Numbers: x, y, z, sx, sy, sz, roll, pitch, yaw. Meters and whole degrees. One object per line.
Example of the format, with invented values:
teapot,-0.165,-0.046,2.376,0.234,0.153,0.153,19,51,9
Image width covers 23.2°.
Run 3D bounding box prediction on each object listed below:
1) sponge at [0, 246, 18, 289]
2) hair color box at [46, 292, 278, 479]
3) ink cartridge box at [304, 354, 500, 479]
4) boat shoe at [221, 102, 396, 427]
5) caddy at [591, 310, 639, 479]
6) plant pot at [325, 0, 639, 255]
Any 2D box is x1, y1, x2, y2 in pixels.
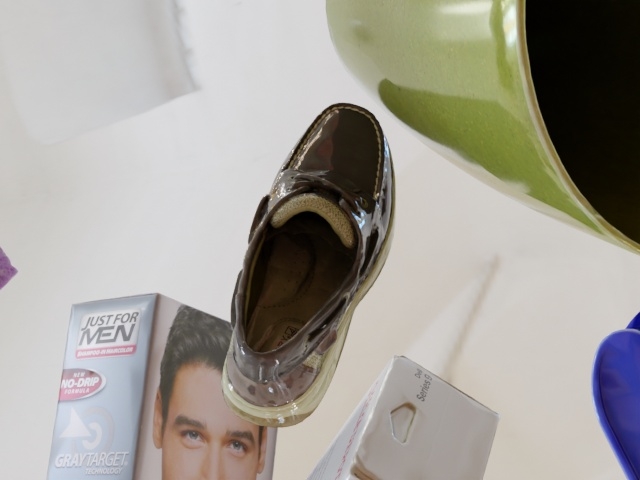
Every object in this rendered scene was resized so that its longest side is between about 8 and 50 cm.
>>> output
sponge,-0.278,-0.024,0.927,0.210,0.031,0.117,58,-133,-20
hair color box,-0.146,0.253,1.397,0.185,0.113,0.374,26,-117,-48
ink cartridge box,0.023,0.205,1.063,0.093,0.212,0.154,30,-151,-1
boat shoe,-0.001,0.000,0.907,0.080,0.073,0.223,16,-124,5
caddy,0.434,0.200,1.644,0.179,0.241,0.341,23,-140,-64
plant pot,0.136,-0.139,0.905,0.274,0.293,0.275,-5,-80,-29
